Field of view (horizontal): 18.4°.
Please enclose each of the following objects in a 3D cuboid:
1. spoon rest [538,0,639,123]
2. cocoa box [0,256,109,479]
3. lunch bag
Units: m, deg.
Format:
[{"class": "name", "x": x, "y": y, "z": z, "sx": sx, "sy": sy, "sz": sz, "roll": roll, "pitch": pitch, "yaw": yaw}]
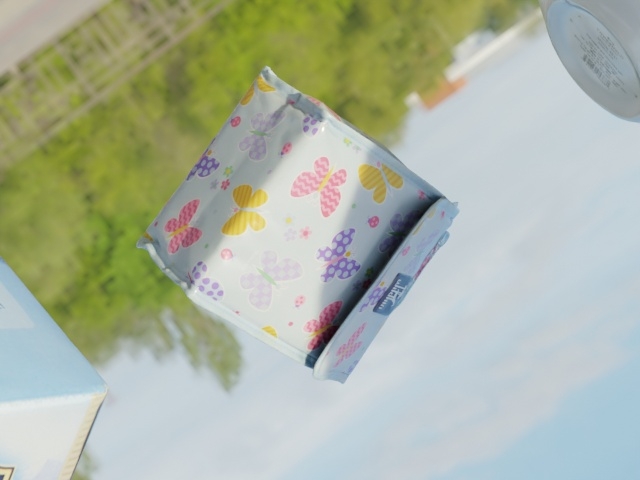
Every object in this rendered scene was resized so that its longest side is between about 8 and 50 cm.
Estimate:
[{"class": "spoon rest", "x": 0.198, "y": -0.057, "z": 0.916, "sx": 0.084, "sy": 0.276, "sz": 0.137, "roll": -35, "pitch": 170, "yaw": -15}, {"class": "cocoa box", "x": -0.295, "y": 0.080, "z": 0.670, "sx": 0.347, "sy": 0.231, "sz": 0.228, "roll": -3, "pitch": 128, "yaw": -44}, {"class": "lunch bag", "x": 0.000, "y": 0.000, "z": 0.600, "sx": 0.071, "sy": 0.083, "sz": 0.053, "roll": -52, "pitch": -140, "yaw": 2}]
